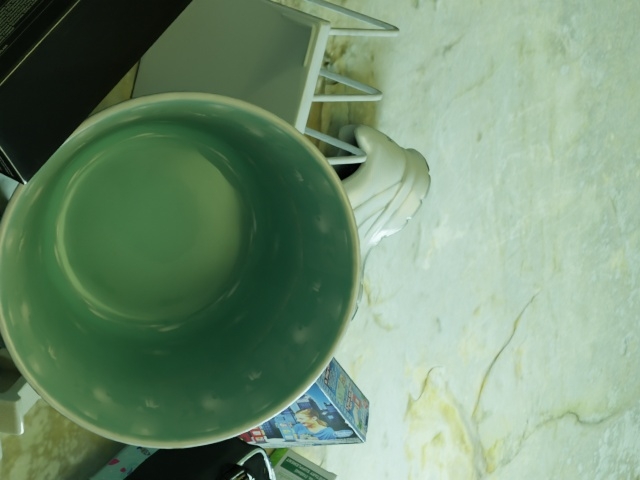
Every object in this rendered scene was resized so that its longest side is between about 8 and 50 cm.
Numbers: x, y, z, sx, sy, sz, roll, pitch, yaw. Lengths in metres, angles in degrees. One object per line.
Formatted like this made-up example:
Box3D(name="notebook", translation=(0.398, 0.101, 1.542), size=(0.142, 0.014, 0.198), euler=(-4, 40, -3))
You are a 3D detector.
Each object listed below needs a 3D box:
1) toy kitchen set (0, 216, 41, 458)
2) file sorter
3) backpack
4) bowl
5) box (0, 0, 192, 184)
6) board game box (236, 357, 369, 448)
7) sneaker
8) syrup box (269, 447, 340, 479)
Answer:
Box3D(name="toy kitchen set", translation=(-0.321, 0.088, 1.584), size=(0.207, 0.122, 0.166), euler=(-53, 149, -53))
Box3D(name="file sorter", translation=(-0.062, -0.105, 1.714), size=(0.173, 0.193, 0.278), euler=(-6, 116, -55))
Box3D(name="backpack", translation=(-0.148, 0.332, 1.867), size=(0.225, 0.191, 0.253), euler=(-40, 132, -28))
Box3D(name="bowl", translation=(-0.135, 0.007, 1.523), size=(0.311, 0.163, 0.311), euler=(-4, 107, -14))
Box3D(name="box", translation=(-0.235, -0.194, 1.428), size=(0.261, 0.184, 0.103), euler=(-50, 145, -20))
Box3D(name="board game box", translation=(-0.062, 0.148, 1.901), size=(0.194, 0.194, 0.060), euler=(71, 20, -45))
Box3D(name="sneaker", translation=(0.000, 0.000, 1.962), size=(0.129, 0.111, 0.297), euler=(37, 77, -37))
Box3D(name="syrup box", translation=(-0.072, 0.373, 2.081), size=(0.237, 0.093, 0.096), euler=(-49, 143, -21))
